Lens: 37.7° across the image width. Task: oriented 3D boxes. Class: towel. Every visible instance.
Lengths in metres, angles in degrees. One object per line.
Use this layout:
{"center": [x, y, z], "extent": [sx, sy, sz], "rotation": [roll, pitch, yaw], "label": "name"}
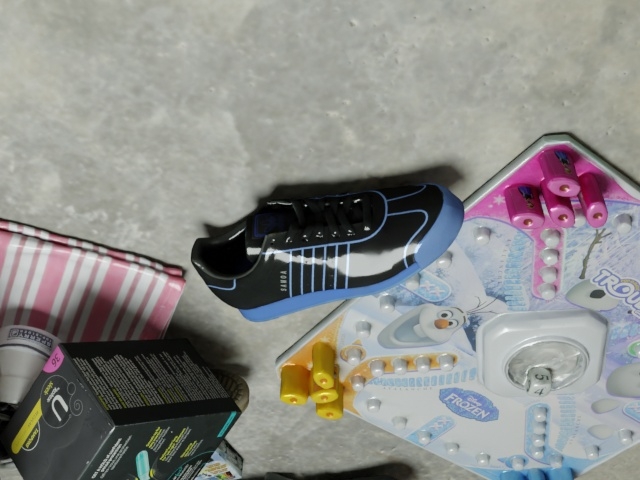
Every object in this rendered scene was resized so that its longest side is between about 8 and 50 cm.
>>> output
{"center": [-0.236, 0.056, 0.870], "extent": [0.197, 0.029, 0.144], "rotation": [16, 131, -14], "label": "towel"}

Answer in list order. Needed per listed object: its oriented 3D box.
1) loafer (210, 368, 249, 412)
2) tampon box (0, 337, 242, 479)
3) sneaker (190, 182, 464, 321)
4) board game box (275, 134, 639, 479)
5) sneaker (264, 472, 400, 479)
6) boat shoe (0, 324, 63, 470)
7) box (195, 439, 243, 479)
{"center": [-0.133, 0.171, 0.964], "extent": [0.148, 0.056, 0.050], "rotation": [-11, 134, 24], "label": "loafer"}
{"center": [-0.178, 0.166, 0.846], "extent": [0.161, 0.101, 0.120], "rotation": [7, 124, -54], "label": "tampon box"}
{"center": [0.000, 0.000, 0.776], "extent": [0.232, 0.081, 0.090], "rotation": [-24, 136, 23], "label": "sneaker"}
{"center": [0.219, 0.122, 0.912], "extent": [0.390, 0.050, 0.390], "rotation": [30, 127, -25], "label": "board game box"}
{"center": [-0.056, 0.335, 1.070], "extent": [0.330, 0.122, 0.146], "rotation": [-26, 130, 23], "label": "sneaker"}
{"center": [-0.310, 0.184, 0.937], "extent": [0.096, 0.088, 0.267], "rotation": [19, 140, -17], "label": "boat shoe"}
{"center": [-0.169, 0.249, 1.054], "extent": [0.137, 0.027, 0.094], "rotation": [-18, 132, 17], "label": "box"}
